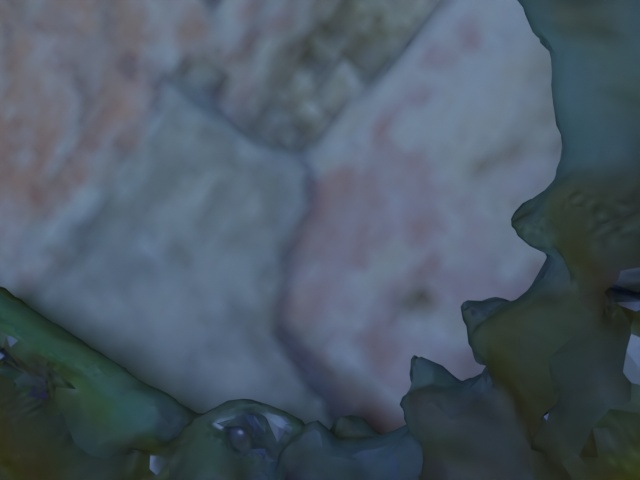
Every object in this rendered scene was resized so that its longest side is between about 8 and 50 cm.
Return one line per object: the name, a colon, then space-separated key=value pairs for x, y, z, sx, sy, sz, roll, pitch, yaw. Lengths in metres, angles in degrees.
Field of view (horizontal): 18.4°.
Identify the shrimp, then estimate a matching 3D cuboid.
shrimp: x=0.020 y=0.024 z=0.451 sx=0.287 sy=0.068 sz=0.185 roll=-23 pitch=76 yaw=29
